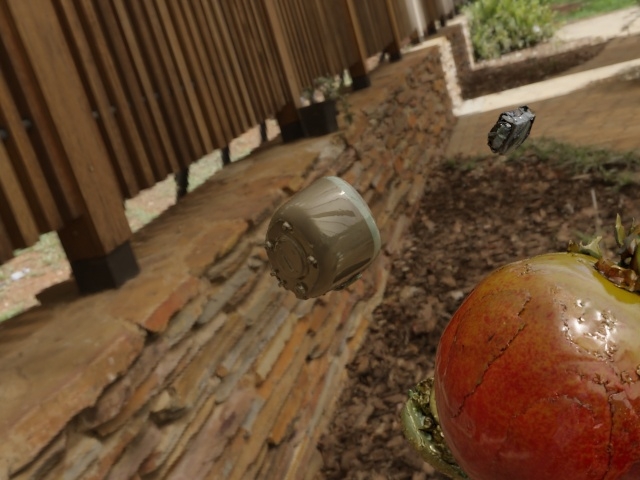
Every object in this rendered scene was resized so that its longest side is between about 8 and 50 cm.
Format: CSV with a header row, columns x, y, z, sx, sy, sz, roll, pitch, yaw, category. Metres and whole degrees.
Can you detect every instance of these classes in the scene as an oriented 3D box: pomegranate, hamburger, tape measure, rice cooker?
x,y,z,sx,sy,sz,roll,pitch,yaw,category
0.194,0.100,0.534,0.235,0.210,0.210,-59,9,15,pomegranate
0.249,0.342,1.291,0.122,0.215,0.189,-48,36,25,hamburger
0.357,-0.206,1.352,0.091,0.094,0.054,-28,61,-31,tape measure
0.000,0.000,0.985,0.127,0.145,0.206,-30,-12,-29,rice cooker
